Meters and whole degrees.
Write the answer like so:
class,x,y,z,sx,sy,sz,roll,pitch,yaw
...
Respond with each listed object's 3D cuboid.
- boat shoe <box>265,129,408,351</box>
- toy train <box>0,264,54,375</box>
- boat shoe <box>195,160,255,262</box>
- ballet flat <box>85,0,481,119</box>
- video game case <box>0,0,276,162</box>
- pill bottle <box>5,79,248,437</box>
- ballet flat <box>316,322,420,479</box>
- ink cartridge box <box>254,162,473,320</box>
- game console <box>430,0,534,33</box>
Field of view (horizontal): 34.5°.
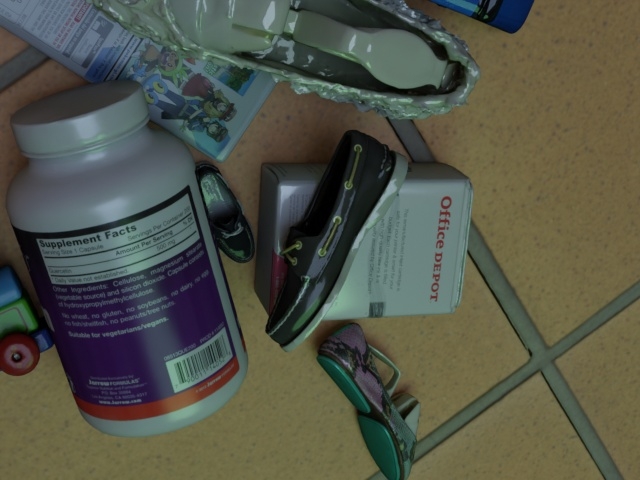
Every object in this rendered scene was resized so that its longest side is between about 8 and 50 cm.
class,x,y,z,sx,sy,sz,roll,pitch,yaw
boat shoe,0.000,0.000,1.019,0.069,0.081,0.227,30,90,-20
toy train,-0.403,0.095,1.011,0.248,0.105,0.143,-24,104,-9
boat shoe,-0.101,-0.026,1.095,0.046,0.038,0.125,-24,114,-9
ballet flat,-0.018,-0.211,0.964,0.409,0.147,0.147,13,104,-26
video game case,-0.128,-0.286,0.996,0.300,0.036,0.329,32,96,-25
pill bottle,-0.190,0.017,1.002,0.181,0.181,0.323,-18,113,-11
ballet flat,0.071,0.189,1.217,0.079,0.077,0.221,-40,117,-23
ink cartridge box,0.045,-0.002,1.123,0.218,0.092,0.158,-1,109,-16
game console,0.163,-0.372,1.010,0.250,0.173,0.293,19,104,-11
